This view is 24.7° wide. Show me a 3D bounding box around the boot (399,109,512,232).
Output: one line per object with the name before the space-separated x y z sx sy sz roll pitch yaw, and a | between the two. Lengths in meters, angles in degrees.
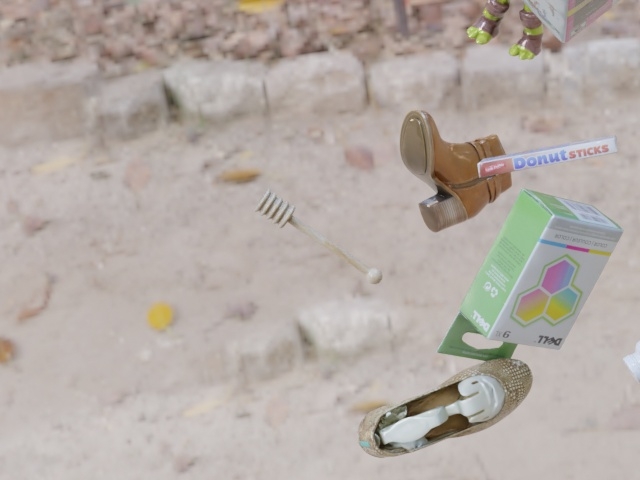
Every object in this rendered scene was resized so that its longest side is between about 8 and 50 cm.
boot | 0.199 -0.124 2.114 0.152 0.197 0.073 -29 33 -25

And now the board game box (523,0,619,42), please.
board game box | 0.336 -0.362 1.658 0.224 0.097 0.303 -39 -13 2

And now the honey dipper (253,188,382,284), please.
honey dipper | 0.000 0.000 1.601 0.161 0.030 0.030 35 29 -8

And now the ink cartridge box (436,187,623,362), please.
ink cartridge box | 0.221 0.055 1.547 0.109 0.209 0.062 11 24 -36

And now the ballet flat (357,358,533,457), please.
ballet flat | 0.140 0.189 1.593 0.206 0.073 0.067 -25 2 0

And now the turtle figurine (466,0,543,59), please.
turtle figurine | 0.275 -0.376 2.076 0.270 0.217 0.087 16 42 4

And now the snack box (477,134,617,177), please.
snack box | 0.295 -0.110 1.894 0.178 0.022 0.064 -10 6 14

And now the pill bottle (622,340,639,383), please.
pill bottle | 0.351 0.111 1.486 0.083 0.043 0.043 -32 28 4
